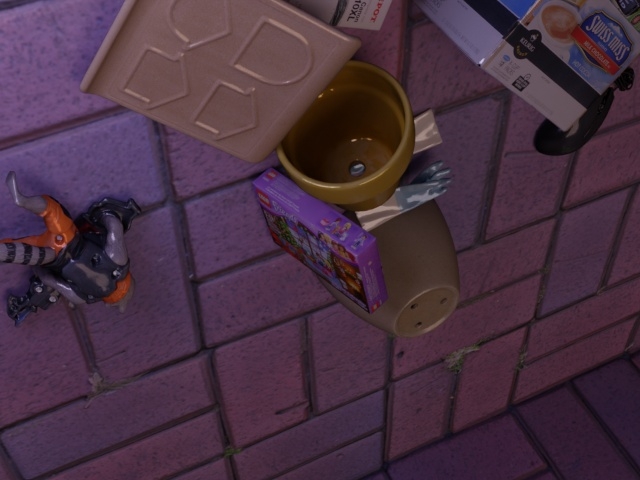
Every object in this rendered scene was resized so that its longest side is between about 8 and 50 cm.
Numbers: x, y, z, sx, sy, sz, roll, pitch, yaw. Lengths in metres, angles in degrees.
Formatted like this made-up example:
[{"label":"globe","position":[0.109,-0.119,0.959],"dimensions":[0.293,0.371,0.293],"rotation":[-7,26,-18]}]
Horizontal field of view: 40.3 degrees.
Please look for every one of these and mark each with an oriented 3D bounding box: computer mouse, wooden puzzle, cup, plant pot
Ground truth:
[{"label":"computer mouse","position":[0.607,-0.291,2.002],"dimensions":[0.188,0.072,0.272],"rotation":[12,125,-44]},{"label":"wooden puzzle","position":[-0.159,-0.288,1.369],"dimensions":[0.348,0.080,0.322],"rotation":[19,139,-26]},{"label":"cup","position":[0.184,0.079,1.980],"dimensions":[0.331,0.237,0.331],"rotation":[-19,140,-17]},{"label":"plant pot","position":[0.056,-0.170,1.631],"dimensions":[0.254,0.254,0.239],"rotation":[-32,159,-1]}]

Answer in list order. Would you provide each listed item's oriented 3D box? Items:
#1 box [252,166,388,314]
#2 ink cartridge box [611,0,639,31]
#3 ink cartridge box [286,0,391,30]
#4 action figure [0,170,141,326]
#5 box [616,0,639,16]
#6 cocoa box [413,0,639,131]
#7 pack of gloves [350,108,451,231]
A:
[{"label":"box","position":[0.000,0.000,1.717],"dimensions":[0.057,0.293,0.201],"rotation":[-42,145,-19]},{"label":"ink cartridge box","position":[0.607,-0.551,1.677],"dimensions":[0.201,0.117,0.278],"rotation":[-35,142,4]},{"label":"ink cartridge box","position":[0.012,-0.441,1.393],"dimensions":[0.237,0.100,0.172],"rotation":[-3,135,-32]},{"label":"action figure","position":[-0.479,0.056,1.546],"dimensions":[0.330,0.178,0.341],"rotation":[29,110,-39]},{"label":"box","position":[0.582,-0.585,1.494],"dimensions":[0.293,0.295,0.073],"rotation":[-31,178,-1]},{"label":"cocoa box","position":[0.390,-0.400,1.596],"dimensions":[0.347,0.231,0.228],"rotation":[21,117,-47]},{"label":"pack of gloves","position":[0.168,-0.138,1.828],"dimensions":[0.232,0.046,0.195],"rotation":[-27,120,-7]}]
